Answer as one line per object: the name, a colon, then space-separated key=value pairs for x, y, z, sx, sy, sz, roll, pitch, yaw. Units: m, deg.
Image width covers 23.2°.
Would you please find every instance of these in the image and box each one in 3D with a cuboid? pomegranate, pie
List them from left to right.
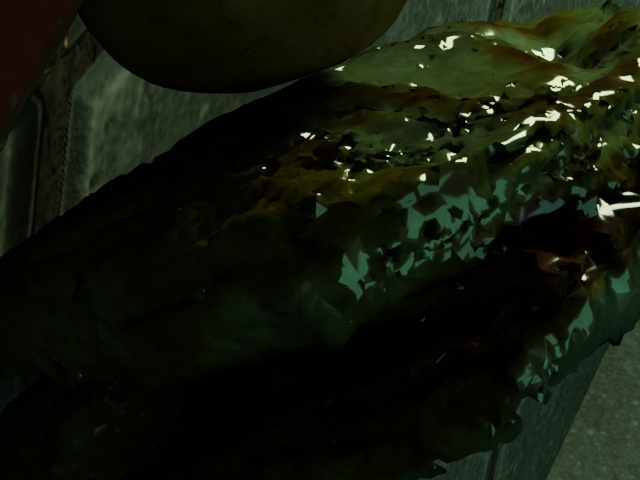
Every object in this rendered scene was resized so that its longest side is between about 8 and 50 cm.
pomegranate: x=-0.054 y=-0.152 z=0.758 sx=0.196 sy=0.196 sz=0.196 roll=-51 pitch=151 yaw=-44
pie: x=0.019 y=-0.014 z=0.851 sx=0.180 sy=0.395 sz=0.418 roll=62 pitch=34 yaw=-14

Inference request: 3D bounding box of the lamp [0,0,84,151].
lamp: x=-0.183 y=-0.066 z=0.519 sx=0.274 sy=0.177 sz=0.177 roll=-65 pitch=158 yaw=-20
